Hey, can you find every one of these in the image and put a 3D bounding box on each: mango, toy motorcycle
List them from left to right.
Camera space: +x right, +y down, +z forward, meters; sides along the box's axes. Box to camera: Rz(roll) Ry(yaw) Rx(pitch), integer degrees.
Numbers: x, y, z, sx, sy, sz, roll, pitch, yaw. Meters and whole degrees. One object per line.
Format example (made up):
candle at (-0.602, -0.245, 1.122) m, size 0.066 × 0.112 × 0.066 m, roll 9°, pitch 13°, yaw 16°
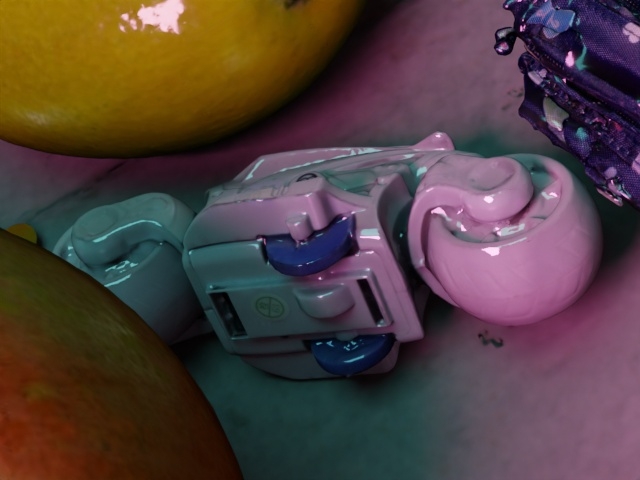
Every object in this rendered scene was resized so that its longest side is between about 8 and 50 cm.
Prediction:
mango at (-0.099, -0.125, 0.818) m, size 0.273 × 0.149 × 0.185 m, roll -12°, pitch 68°, yaw 23°
toy motorcycle at (0.000, 0.000, 0.753) m, size 0.254 × 0.112 × 0.112 m, roll -6°, pitch 63°, yaw 22°

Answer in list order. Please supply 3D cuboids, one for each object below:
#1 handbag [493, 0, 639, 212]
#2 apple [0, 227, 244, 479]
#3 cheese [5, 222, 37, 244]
handbag at (0.188, -0.059, 0.687) m, size 0.162 × 0.113 × 0.260 m, roll -48°, pitch 57°, yaw 2°
apple at (-0.182, 0.154, 0.619) m, size 0.340 × 0.339 × 0.339 m, roll -9°, pitch 62°, yaw 18°
cheese at (-0.153, 0.041, 0.832) m, size 0.047 × 0.017 × 0.111 m, roll -15°, pitch 60°, yaw 12°
